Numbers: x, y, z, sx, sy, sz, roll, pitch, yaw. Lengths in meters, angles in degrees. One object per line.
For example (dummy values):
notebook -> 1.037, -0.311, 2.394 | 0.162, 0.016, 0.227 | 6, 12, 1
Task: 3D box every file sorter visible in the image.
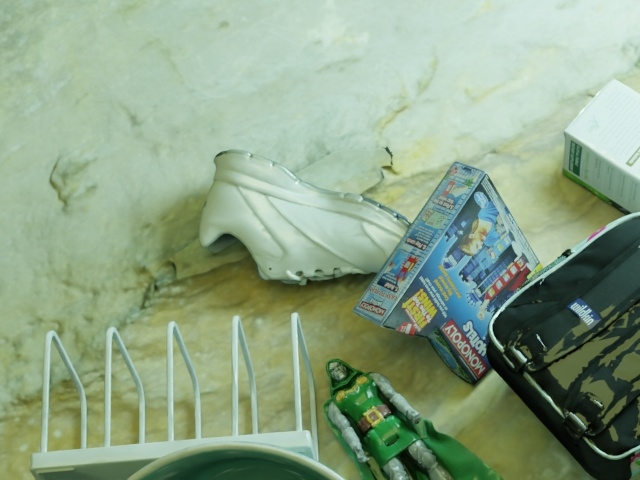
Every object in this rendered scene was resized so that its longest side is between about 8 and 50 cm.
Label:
file sorter -> -0.140, 0.189, 1.817 | 0.277, 0.193, 0.173 | -5, 59, 4

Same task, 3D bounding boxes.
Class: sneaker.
sneaker -> 0.000, 0.000, 1.963 | 0.297, 0.111, 0.129 | 20, 84, 19

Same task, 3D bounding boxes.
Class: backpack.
backpack -> 0.324, 0.105, 1.804 | 0.253, 0.191, 0.225 | -40, 68, -6

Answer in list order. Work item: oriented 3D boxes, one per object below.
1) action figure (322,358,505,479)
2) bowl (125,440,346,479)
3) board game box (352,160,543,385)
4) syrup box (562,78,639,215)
action figure -> 0.074, 0.213, 1.855 | 0.137, 0.063, 0.232 | -36, 61, -8
bowl -> -0.065, 0.318, 1.638 | 0.311, 0.163, 0.311 | 1, 99, 5
board game box -> 0.138, 0.052, 1.875 | 0.194, 0.194, 0.060 | -43, 32, -15
syrup box -> 0.391, -0.068, 1.941 | 0.237, 0.093, 0.096 | 36, 72, 22
